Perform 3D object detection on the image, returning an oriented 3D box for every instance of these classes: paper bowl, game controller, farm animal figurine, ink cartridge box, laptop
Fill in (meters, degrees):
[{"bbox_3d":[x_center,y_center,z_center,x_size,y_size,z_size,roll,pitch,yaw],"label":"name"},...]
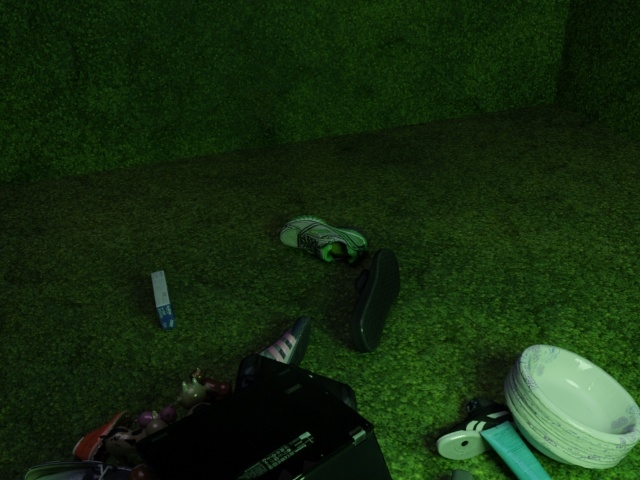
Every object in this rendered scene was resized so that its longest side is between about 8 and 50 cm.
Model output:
[{"bbox_3d":[0.551,0.382,1.222,0.284,0.148,0.284,15,27,-8],"label":"paper bowl"},{"bbox_3d":[-0.053,0.378,1.340,0.319,0.067,0.166,22,18,-11],"label":"game controller"},{"bbox_3d":[-0.309,0.430,1.285,0.327,0.172,0.330,22,40,35],"label":"farm animal figurine"},{"bbox_3d":[-0.518,0.194,1.792,0.046,0.097,0.207,-14,32,-14],"label":"ink cartridge box"},{"bbox_3d":[-0.076,0.496,1.037,0.382,0.236,0.408,-19,32,-37],"label":"laptop"}]

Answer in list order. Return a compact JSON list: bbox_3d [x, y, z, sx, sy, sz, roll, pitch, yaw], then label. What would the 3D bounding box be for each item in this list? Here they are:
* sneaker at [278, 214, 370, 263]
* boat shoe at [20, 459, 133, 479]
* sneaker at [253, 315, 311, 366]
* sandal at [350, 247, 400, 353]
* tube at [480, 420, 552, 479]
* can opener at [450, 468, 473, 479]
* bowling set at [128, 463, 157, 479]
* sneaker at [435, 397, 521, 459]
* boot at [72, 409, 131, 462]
[{"bbox_3d":[0.000,0.000,2.007,0.344,0.134,0.146,8,34,20],"label":"sneaker"},{"bbox_3d":[-0.513,0.545,1.205,0.303,0.091,0.114,-5,30,-1],"label":"boat shoe"},{"bbox_3d":[-0.122,0.314,1.518,0.131,0.112,0.319,9,32,17],"label":"sneaker"},{"bbox_3d":[0.152,0.166,1.691,0.107,0.167,0.445,-10,26,28],"label":"sandal"},{"bbox_3d":[0.438,0.483,1.159,0.080,0.052,0.207,-10,44,-27],"label":"tube"},{"bbox_3d":[0.242,0.573,1.064,0.093,0.074,0.280,12,34,23],"label":"can opener"},{"bbox_3d":[-0.270,0.481,1.091,0.287,0.200,0.154,-22,20,27],"label":"bowling set"},{"bbox_3d":[0.351,0.438,1.284,0.217,0.079,0.121,-5,26,-16],"label":"sneaker"},{"bbox_3d":[-0.543,0.482,1.354,0.085,0.059,0.158,4,33,24],"label":"boot"}]
